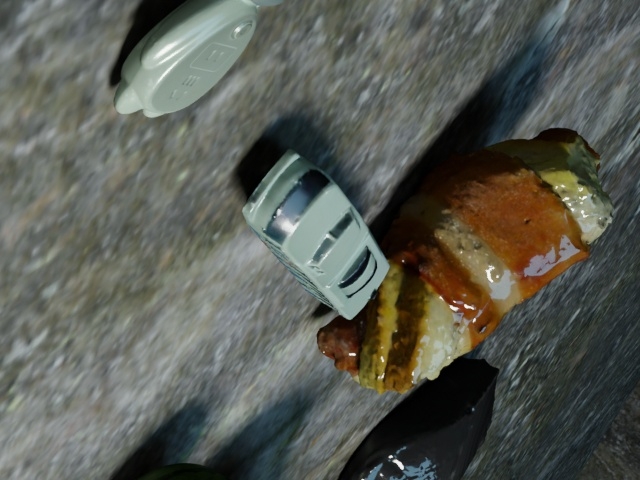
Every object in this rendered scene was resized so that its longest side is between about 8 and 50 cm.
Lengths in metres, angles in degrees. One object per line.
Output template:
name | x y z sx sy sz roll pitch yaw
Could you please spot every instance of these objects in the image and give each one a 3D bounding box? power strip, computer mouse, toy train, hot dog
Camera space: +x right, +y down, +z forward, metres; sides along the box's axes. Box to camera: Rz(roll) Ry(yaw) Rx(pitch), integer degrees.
power strip | -0.045 -0.080 0.569 0.083 0.035 0.055 -44 166 17
computer mouse | 0.094 0.186 1.374 0.217 0.073 0.122 -34 154 -50
toy train | 0.000 0.000 0.804 0.043 0.047 0.207 -53 164 -4
hot dog | 0.086 0.007 0.968 0.213 0.103 0.146 -39 -179 -14

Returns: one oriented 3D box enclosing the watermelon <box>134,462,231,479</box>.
watermelon | -0.078 0.176 0.855 0.109 0.109 0.109 -47 162 -20
